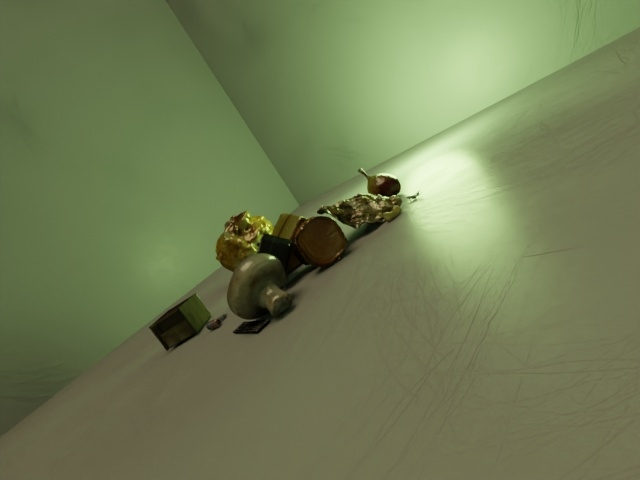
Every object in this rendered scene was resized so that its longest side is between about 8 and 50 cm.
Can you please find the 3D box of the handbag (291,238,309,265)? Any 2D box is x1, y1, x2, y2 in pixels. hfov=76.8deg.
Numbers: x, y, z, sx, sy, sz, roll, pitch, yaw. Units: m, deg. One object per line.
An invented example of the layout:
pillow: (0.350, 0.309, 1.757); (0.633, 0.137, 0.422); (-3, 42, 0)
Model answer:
handbag: (-0.014, 0.003, 1.684); (0.215, 0.155, 0.169); (-39, 7, 2)

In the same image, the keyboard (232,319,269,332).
keyboard: (-0.245, 0.302, 1.411); (0.061, 0.013, 0.204); (-40, 12, -34)

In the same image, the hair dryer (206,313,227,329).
hair dryer: (-0.436, 0.343, 1.749); (0.063, 0.037, 0.114); (-24, 7, 32)

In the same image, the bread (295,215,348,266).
bread: (-0.001, 0.000, 1.548); (0.199, 0.199, 0.104); (-34, 11, -2)

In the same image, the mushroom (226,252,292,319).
mushroom: (-0.192, 0.176, 1.397); (0.243, 0.244, 0.243); (-32, 11, 7)

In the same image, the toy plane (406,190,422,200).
toy plane: (0.390, -0.185, 1.689); (0.078, 0.024, 0.084); (-45, 9, -30)

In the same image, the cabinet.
cabinet: (-0.648, 0.381, 1.892); (0.174, 0.148, 0.215); (-32, 7, 7)

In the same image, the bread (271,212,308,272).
bread: (-0.135, 0.070, 1.929); (0.233, 0.244, 0.362); (14, 77, 59)

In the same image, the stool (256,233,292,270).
stool: (-0.205, 0.089, 1.670); (0.232, 0.141, 0.232); (-165, 90, -87)

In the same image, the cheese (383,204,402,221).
cheese: (0.285, -0.109, 1.608); (0.083, 0.044, 0.030); (-39, -4, -19)

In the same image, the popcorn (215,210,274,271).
popcorn: (-0.445, 0.028, 2.444); (0.353, 0.344, 0.390); (5, -37, -27)

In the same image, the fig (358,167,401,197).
fig: (0.276, -0.263, 1.971); (0.160, 0.143, 0.230); (-43, 42, -23)

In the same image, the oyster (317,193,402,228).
oyster: (0.168, -0.132, 1.700); (0.351, 0.115, 0.238); (-7, 17, 10)
